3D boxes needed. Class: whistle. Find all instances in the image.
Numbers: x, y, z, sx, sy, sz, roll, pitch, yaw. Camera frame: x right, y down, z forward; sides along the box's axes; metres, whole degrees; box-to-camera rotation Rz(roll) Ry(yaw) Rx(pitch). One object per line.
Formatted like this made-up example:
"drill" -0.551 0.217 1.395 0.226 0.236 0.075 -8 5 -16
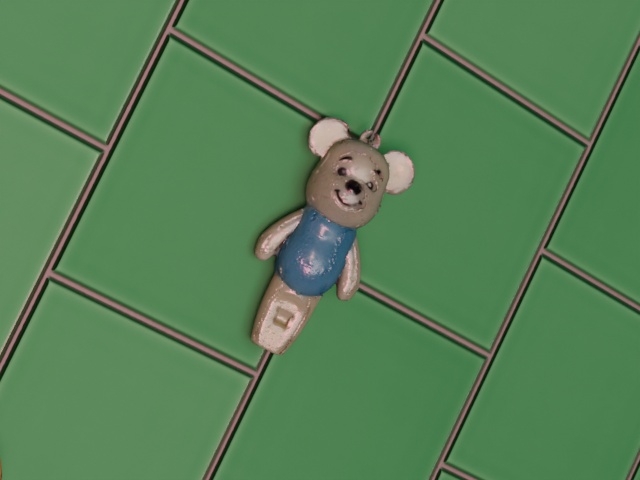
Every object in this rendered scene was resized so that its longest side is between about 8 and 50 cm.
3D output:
"whistle" 0.000 0.000 1.818 0.114 0.077 0.235 27 88 -12

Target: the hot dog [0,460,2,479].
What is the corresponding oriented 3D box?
"hot dog" -0.340 0.266 1.659 0.102 0.076 0.249 7 91 -24
